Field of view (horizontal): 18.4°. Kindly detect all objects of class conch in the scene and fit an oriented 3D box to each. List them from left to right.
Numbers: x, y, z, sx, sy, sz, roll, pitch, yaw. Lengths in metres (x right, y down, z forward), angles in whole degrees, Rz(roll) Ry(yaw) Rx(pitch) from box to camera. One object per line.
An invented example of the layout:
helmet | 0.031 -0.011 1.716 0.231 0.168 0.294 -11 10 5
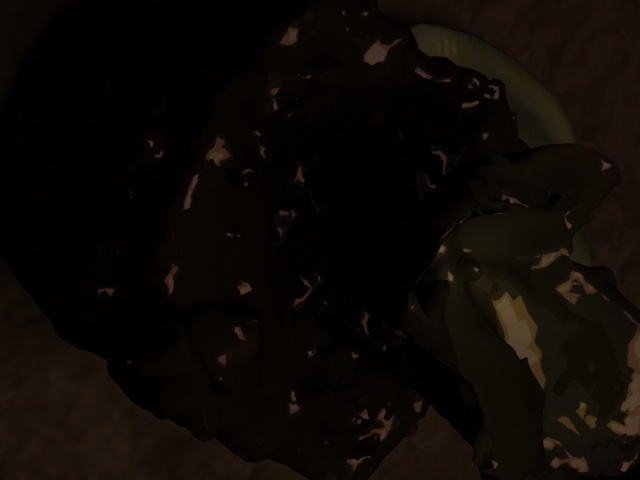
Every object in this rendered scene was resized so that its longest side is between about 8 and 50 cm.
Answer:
conch | 0.066 -0.015 0.701 0.088 0.065 0.180 -46 124 -11

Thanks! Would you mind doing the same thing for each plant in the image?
plant | 0.000 0.000 0.561 0.142 0.203 0.131 30 83 -39
